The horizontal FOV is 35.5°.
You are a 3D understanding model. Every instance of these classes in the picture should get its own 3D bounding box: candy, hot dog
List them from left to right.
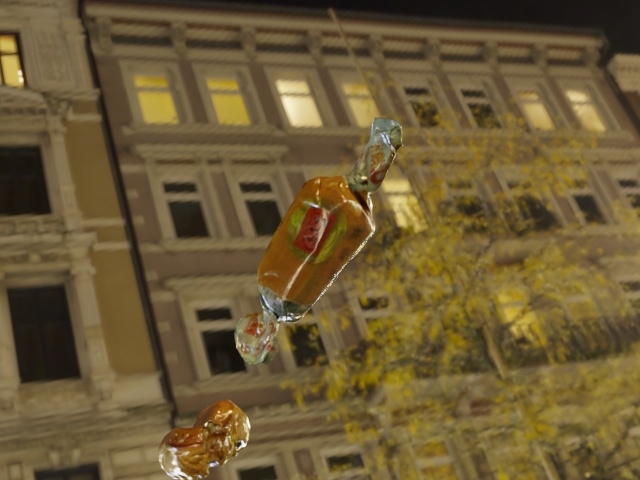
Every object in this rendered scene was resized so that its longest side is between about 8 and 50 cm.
[{"bbox_3d":[-0.094,0.162,0.801,0.071,0.045,0.165,-30,-4,-18],"label":"hot dog"},{"bbox_3d":[0.000,0.000,0.648,0.046,0.053,0.182,25,-79,-49],"label":"candy"}]
